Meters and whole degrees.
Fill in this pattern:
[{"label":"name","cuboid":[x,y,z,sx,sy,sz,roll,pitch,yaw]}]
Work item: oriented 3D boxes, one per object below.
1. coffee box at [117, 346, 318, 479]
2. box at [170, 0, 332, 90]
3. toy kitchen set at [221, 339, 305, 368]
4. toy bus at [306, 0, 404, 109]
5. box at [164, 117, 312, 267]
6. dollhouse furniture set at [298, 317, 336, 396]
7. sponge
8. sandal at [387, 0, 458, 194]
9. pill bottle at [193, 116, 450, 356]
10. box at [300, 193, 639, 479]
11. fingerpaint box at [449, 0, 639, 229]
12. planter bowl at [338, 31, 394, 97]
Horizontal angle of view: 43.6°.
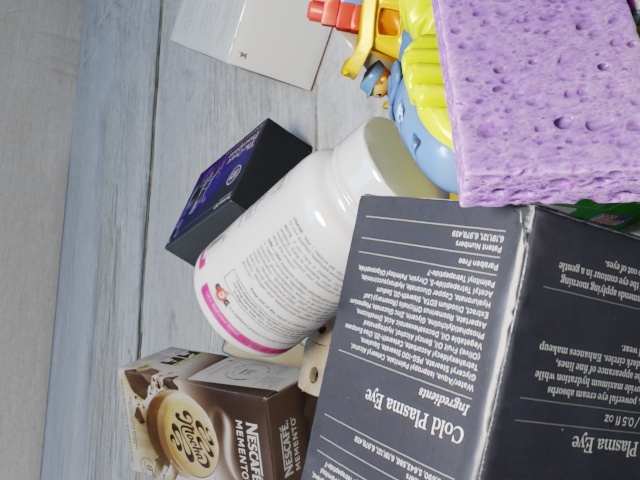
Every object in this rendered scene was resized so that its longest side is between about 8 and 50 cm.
[{"label":"coffee box","cuboid":[-0.145,0.264,1.159,0.297,0.119,0.168,1,102,37]},{"label":"box","cuboid":[-0.125,-0.425,1.474,0.345,0.168,0.215,37,110,57]},{"label":"toy kitchen set","cuboid":[-0.104,0.138,1.318,0.166,0.122,0.207,-41,26,45]},{"label":"toy bus","cuboid":[0.087,-0.245,0.977,0.149,0.211,0.220,-92,9,-80]},{"label":"box","cuboid":[-0.147,-0.070,1.391,0.261,0.103,0.184,-29,37,51]},{"label":"dollhouse furniture set","cuboid":[0.019,0.137,1.067,0.183,0.129,0.129,5,83,58]},{"label":"sponge","cuboid":[0.132,-0.113,0.486,0.031,0.117,0.210,84,-176,-55]},{"label":"sandal","cuboid":[0.111,-0.106,0.627,0.317,0.126,0.138,-79,0,-60]},{"label":"pill bottle","cuboid":[0.000,0.000,0.893,0.283,0.160,0.160,-39,47,34]},{"label":"box","cuboid":[0.177,0.154,0.598,0.179,0.343,0.313,8,85,57]},{"label":"fingerpaint box","cuboid":[0.261,-0.226,0.651,0.445,0.163,0.371,131,145,-73]},{"label":"planter bowl","cuboid":[0.091,-0.293,1.108,0.109,0.162,0.162,-37,43,12]}]
